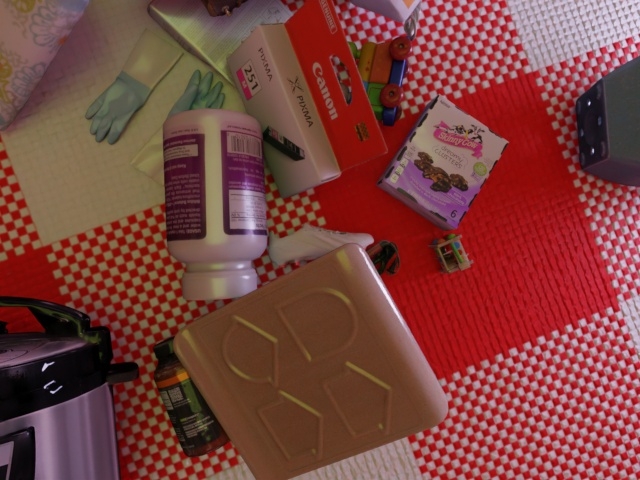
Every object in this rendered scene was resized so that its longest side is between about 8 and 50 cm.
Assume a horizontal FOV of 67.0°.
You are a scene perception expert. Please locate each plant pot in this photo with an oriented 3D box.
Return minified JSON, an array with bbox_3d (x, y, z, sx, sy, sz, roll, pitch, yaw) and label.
[{"bbox_3d":[0.622,-0.221,0.880,0.252,0.248,0.247,-3,89,10],"label":"plant pot"}]

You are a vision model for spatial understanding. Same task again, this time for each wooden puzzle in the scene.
[{"bbox_3d":[-0.016,0.208,0.793,0.347,0.080,0.322,-28,99,12],"label":"wooden puzzle"}]

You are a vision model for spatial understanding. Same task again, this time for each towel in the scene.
[{"bbox_3d":[-0.555,-0.419,0.765,0.320,0.090,0.374,-35,92,33],"label":"towel"}]

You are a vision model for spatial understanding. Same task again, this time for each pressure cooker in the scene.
[{"bbox_3d":[-0.489,0.292,0.685,0.375,0.370,0.421,-6,88,24],"label":"pressure cooker"}]

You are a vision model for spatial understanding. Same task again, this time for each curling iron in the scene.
[{"bbox_3d":[0.034,0.086,0.906,0.274,0.035,0.068,-30,91,-6],"label":"curling iron"}]

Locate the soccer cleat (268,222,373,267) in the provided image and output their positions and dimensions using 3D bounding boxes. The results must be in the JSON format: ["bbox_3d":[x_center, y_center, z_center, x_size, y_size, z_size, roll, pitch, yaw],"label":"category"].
[{"bbox_3d":[0.000,0.000,0.892,0.196,0.068,0.076,-10,86,-3],"label":"soccer cleat"}]

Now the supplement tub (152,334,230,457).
[{"bbox_3d":[-0.221,0.261,0.840,0.106,0.106,0.198,-21,91,-6],"label":"supplement tub"}]

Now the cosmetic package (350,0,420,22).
[{"bbox_3d":[0.175,-0.630,0.783,0.453,0.230,0.161,-54,50,8],"label":"cosmetic package"}]

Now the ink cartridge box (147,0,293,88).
[{"bbox_3d":[-0.169,-0.410,0.904,0.232,0.066,0.189,42,84,-24],"label":"ink cartridge box"}]

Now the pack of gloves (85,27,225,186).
[{"bbox_3d":[-0.302,-0.247,0.878,0.195,0.046,0.232,33,85,-5],"label":"pack of gloves"}]

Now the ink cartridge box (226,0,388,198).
[{"bbox_3d":[-0.033,-0.229,0.804,0.060,0.239,0.275,-25,96,-36],"label":"ink cartridge box"}]

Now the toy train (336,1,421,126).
[{"bbox_3d":[0.099,-0.349,0.901,0.143,0.105,0.248,11,87,8],"label":"toy train"}]

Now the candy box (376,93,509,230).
[{"bbox_3d":[0.229,-0.145,0.915,0.164,0.070,0.196,33,86,-4],"label":"candy box"}]

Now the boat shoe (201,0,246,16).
[{"bbox_3d":[-0.179,-0.447,0.820,0.342,0.123,0.123,-8,45,-25],"label":"boat shoe"}]

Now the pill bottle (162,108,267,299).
[{"bbox_3d":[-0.177,-0.054,0.823,0.169,0.169,0.302,-2,88,-6],"label":"pill bottle"}]

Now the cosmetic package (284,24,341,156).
[{"bbox_3d":[-0.016,-0.255,0.869,0.060,0.099,0.239,-25,93,-36],"label":"cosmetic package"}]

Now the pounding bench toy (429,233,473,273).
[{"bbox_3d":[0.248,0.022,0.905,0.052,0.083,0.065,-23,91,-6],"label":"pounding bench toy"}]
